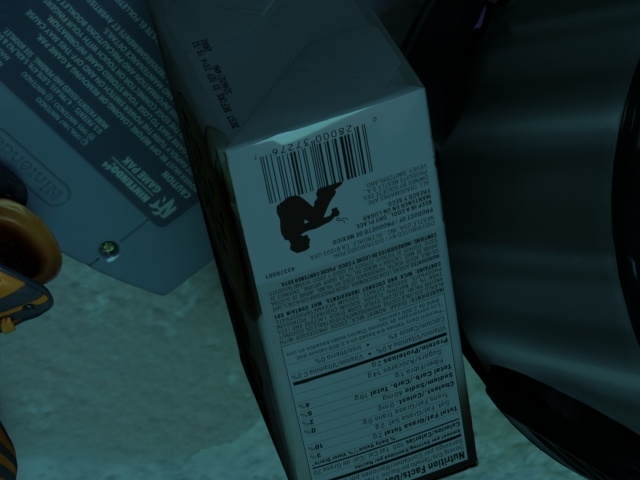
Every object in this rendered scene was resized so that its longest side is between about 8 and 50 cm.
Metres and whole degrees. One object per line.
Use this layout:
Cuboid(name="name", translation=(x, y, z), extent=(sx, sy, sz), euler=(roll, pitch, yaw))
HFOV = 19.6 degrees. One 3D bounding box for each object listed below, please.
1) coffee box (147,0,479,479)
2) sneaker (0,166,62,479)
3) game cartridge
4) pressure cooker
Cuboid(name="coffee box", translation=(0.000, 0.000, 1.104), extent=(0.119, 0.168, 0.297), euler=(-18, 131, -8))
Cuboid(name="sneaker", translation=(-0.222, 0.066, 1.127), extent=(0.180, 0.124, 0.321), euler=(-25, 147, 6))
Cuboid(name="game cartridge", translation=(-0.133, -0.097, 1.120), extent=(0.198, 0.062, 0.297), euler=(-34, 131, 12))
Cuboid(name="pressure cooker", translation=(0.264, -0.022, 1.108), extent=(0.375, 0.420, 0.370), euler=(-23, 99, -16))
